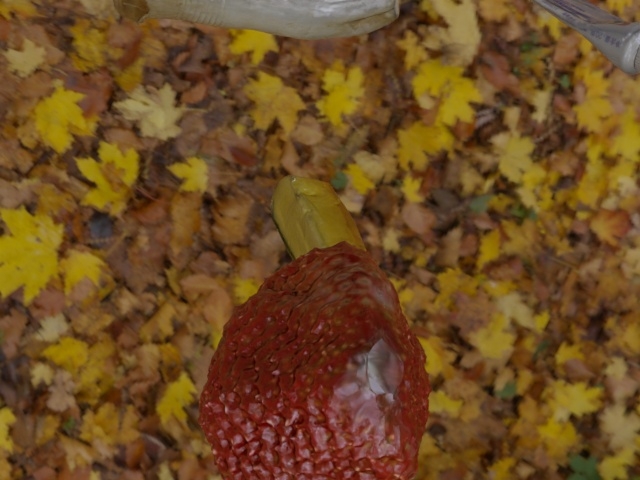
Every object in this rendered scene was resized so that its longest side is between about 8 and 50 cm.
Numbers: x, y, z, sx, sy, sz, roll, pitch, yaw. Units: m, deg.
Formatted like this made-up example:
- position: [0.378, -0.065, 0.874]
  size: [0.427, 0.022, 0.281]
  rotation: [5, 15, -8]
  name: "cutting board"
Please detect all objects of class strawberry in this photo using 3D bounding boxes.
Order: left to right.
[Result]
- position: [0.004, 0.156, 1.148]
  size: [0.267, 0.351, 0.312]
  rotation: [0, 79, -13]
  name: "strawberry"

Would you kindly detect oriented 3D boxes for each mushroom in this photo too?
- position: [-0.074, -0.298, 1.257]
  size: [0.351, 0.123, 0.095]
  rotation: [0, 85, -12]
  name: "mushroom"

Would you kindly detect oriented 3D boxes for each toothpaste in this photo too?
- position: [0.368, -0.281, 1.355]
  size: [0.068, 0.282, 0.099]
  rotation: [-50, 140, 10]
  name: "toothpaste"

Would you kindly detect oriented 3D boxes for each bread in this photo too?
- position: [0.000, 0.000, 1.586]
  size: [0.094, 0.246, 0.102]
  rotation: [9, 127, -33]
  name: "bread"
